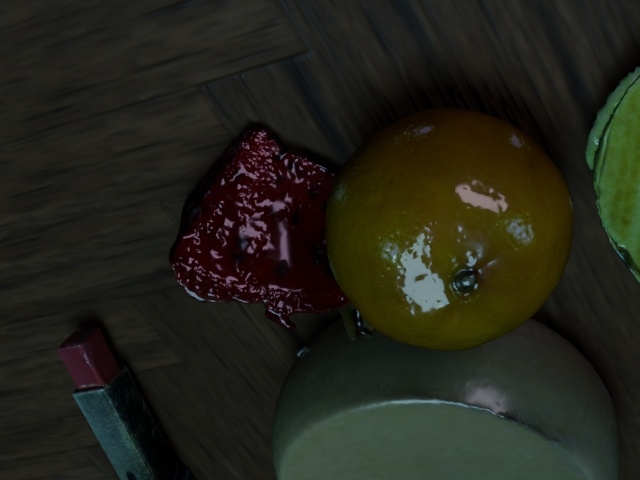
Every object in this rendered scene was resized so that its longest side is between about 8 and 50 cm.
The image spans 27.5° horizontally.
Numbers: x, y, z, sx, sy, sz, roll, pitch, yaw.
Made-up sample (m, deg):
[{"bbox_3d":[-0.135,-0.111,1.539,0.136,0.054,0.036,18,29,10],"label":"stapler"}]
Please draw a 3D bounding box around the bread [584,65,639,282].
[{"bbox_3d":[0.309,-0.036,0.788,0.301,0.045,0.301,8,138,7],"label":"bread"}]

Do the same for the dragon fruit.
[{"bbox_3d":[-0.004,0.003,0.914,0.192,0.122,0.092,17,176,-8],"label":"dragon fruit"}]

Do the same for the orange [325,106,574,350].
[{"bbox_3d":[0.080,-0.004,0.813,0.156,0.124,0.156,1,120,1],"label":"orange"}]

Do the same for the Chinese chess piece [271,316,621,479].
[{"bbox_3d":[0.094,0.158,1.007,0.273,0.102,0.273,6,137,6],"label":"Chinese chess piece"}]

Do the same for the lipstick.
[{"bbox_3d":[-0.160,0.183,1.140,0.051,0.051,0.312,-3,132,19],"label":"lipstick"}]
